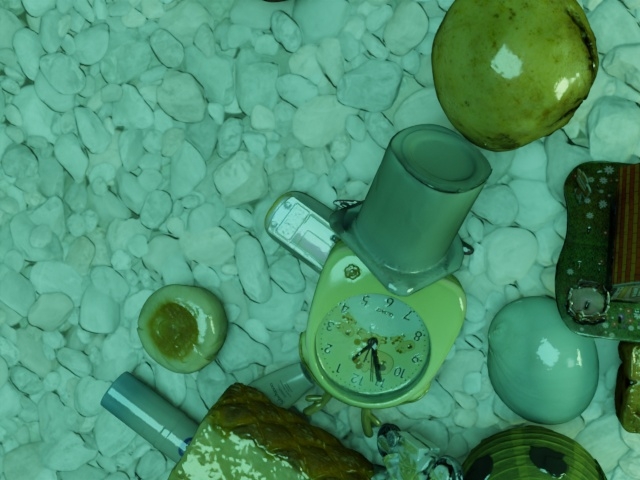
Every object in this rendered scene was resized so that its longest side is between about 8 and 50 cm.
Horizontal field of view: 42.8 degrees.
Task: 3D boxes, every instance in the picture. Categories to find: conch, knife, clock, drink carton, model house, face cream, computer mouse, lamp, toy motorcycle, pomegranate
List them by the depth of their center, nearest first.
[{"bbox_3d":[0.456,-0.012,1.162,0.207,0.154,0.293,8,68,9],"label":"model house"},{"bbox_3d":[0.275,-0.255,1.186,0.261,0.260,0.260,1,95,11],"label":"pomegranate"},{"bbox_3d":[0.315,0.414,1.219,0.250,0.284,0.250,2,100,11],"label":"lamp"},{"bbox_3d":[0.146,-0.063,1.221,0.185,0.191,0.189,47,140,29],"label":"drink carton"},{"bbox_3d":[0.345,0.199,1.291,0.185,0.121,0.221,-18,96,41],"label":"conch"},{"bbox_3d":[0.147,0.381,1.296,0.074,0.229,0.151,5,93,-31],"label":"toy motorcycle"},{"bbox_3d":[0.080,0.165,1.321,0.235,0.096,0.307,21,104,-3],"label":"clock"},{"bbox_3d":[0.136,-0.027,1.350,0.248,0.018,0.035,21,101,10],"label":"knife"},{"bbox_3d":[0.000,0.000,1.362,0.199,0.045,0.102,35,102,-2],"label":"computer mouse"},{"bbox_3d":[-0.097,0.273,1.403,0.182,0.051,0.072,-32,90,13],"label":"face cream"},{"bbox_3d":[-0.263,0.331,1.426,0.250,0.077,0.077,35,100,6],"label":"face cream"}]

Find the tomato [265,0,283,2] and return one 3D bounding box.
[{"bbox_3d":[-0.067,-0.455,1.292,0.167,0.167,0.167,1,95,11],"label":"tomato"}]

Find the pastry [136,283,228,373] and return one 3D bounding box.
[{"bbox_3d":[-0.234,0.148,1.400,0.157,0.092,0.156,0,91,10],"label":"pastry"}]

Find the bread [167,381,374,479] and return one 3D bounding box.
[{"bbox_3d":[-0.080,0.381,1.240,0.279,0.279,0.207,31,93,1],"label":"bread"}]

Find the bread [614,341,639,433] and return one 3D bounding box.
[{"bbox_3d":[0.528,0.214,1.233,0.158,0.143,0.148,-4,94,15],"label":"bread"}]
